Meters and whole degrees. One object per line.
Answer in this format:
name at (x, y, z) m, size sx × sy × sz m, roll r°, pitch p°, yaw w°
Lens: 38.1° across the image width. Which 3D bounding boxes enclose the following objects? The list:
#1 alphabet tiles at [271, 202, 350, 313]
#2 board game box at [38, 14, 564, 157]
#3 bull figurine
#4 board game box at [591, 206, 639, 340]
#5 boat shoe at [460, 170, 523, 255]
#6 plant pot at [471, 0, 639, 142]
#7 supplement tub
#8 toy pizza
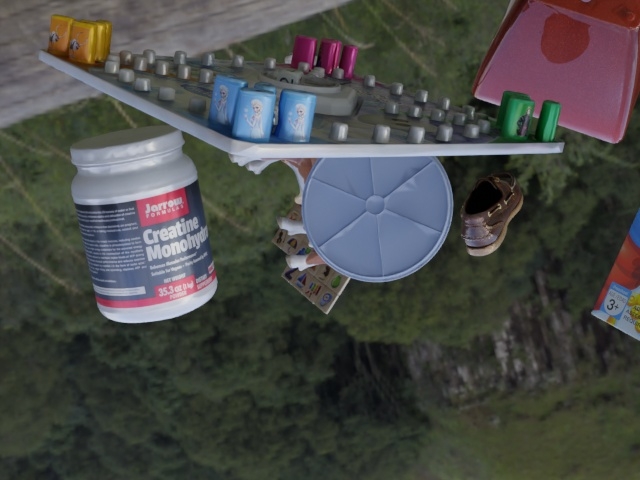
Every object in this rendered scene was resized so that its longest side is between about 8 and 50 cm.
alphabet tiles at (0.000, 0.000, 1.719) m, size 0.009 × 0.237 × 0.198 m, roll 28°, pitch 96°, yaw -41°
board game box at (-0.021, -0.158, 0.921) m, size 0.389 × 0.050 × 0.390 m, roll -5°, pitch -158°, yaw -38°
bull figurine at (-0.012, -0.110, 1.342) m, size 0.188 × 0.310 × 0.101 m, roll -24°, pitch -169°, yaw 12°
board game box at (0.364, -0.027, 0.746) m, size 0.142 × 0.275 × 0.144 m, roll 14°, pitch -168°, yaw -38°
boat shoe at (0.257, -0.059, 1.394) m, size 0.073 × 0.073 × 0.207 m, roll -9°, pitch -153°, yaw 25°
plant pot at (0.424, -0.364, 1.513) m, size 0.267 × 0.267 × 0.236 m, roll 21°, pitch 157°, yaw 13°
supplement tub at (-0.273, -0.027, 1.429) m, size 0.191 × 0.272 × 0.191 m, roll -8°, pitch -164°, yaw 2°
toy pizza at (0.075, -0.045, 1.228) m, size 0.201 × 0.201 × 0.032 m, roll -16°, pitch 174°, yaw 10°
